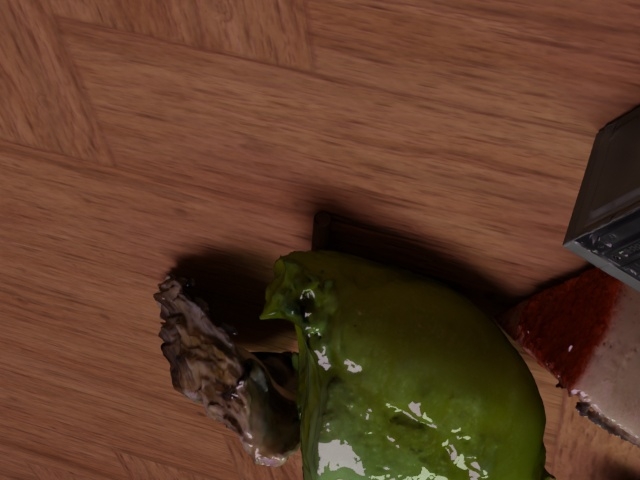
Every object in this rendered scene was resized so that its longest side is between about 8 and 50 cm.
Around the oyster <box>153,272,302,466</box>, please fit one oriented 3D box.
[{"bbox_3d":[-0.097,0.149,1.545,0.238,0.114,0.351,37,-175,-31],"label":"oyster"}]

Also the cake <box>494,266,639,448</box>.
[{"bbox_3d":[0.288,0.082,1.300,0.158,0.159,0.262,30,-173,-17],"label":"cake"}]

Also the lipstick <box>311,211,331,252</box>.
[{"bbox_3d":[0.000,0.000,1.389,0.019,0.019,0.094,18,154,7],"label":"lipstick"}]

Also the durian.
[{"bbox_3d":[0.084,0.156,1.372,0.340,0.255,0.204,12,-177,-14],"label":"durian"}]

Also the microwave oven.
[{"bbox_3d":[0.318,-0.011,1.025,0.208,0.122,0.162,29,153,-15],"label":"microwave oven"}]
